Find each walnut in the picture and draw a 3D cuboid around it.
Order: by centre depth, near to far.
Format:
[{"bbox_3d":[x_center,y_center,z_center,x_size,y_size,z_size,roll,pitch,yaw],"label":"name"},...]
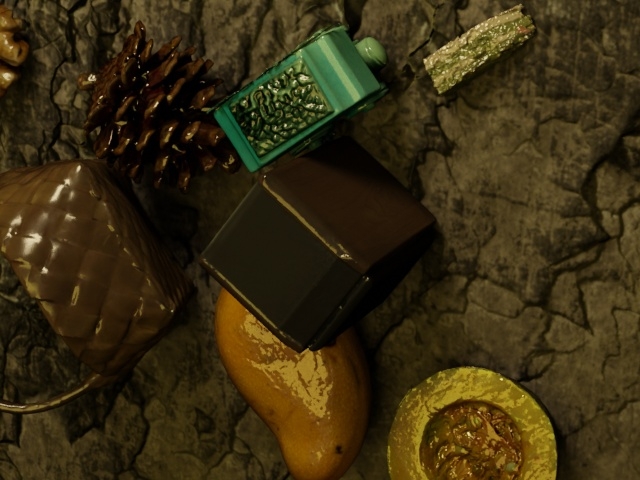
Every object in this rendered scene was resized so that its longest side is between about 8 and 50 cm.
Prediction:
[{"bbox_3d":[-0.456,-0.267,2.000,0.170,0.069,0.143,30,116,16],"label":"walnut"}]

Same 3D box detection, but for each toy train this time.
[{"bbox_3d":[-0.019,-0.168,1.771,0.203,0.163,0.112,-35,90,27],"label":"toy train"}]

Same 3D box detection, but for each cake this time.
[{"bbox_3d":[0.180,-0.218,1.728,0.140,0.055,0.051,-33,83,27],"label":"cake"}]

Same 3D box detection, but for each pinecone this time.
[{"bbox_3d":[-0.190,-0.153,1.852,0.168,0.212,0.186,7,66,55],"label":"pinecone"}]

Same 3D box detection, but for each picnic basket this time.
[{"bbox_3d":[-0.349,0.061,1.874,0.337,0.337,0.293,-31,93,29],"label":"picnic basket"}]

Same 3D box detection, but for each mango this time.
[{"bbox_3d":[-0.027,0.161,1.898,0.177,0.120,0.295,-23,96,21],"label":"mango"}]

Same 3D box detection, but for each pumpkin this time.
[{"bbox_3d":[0.200,0.255,1.833,0.217,0.110,0.217,2,95,31],"label":"pumpkin"}]

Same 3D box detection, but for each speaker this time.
[{"bbox_3d":[0.000,0.000,1.772,0.192,0.231,0.153,43,118,8],"label":"speaker"}]
